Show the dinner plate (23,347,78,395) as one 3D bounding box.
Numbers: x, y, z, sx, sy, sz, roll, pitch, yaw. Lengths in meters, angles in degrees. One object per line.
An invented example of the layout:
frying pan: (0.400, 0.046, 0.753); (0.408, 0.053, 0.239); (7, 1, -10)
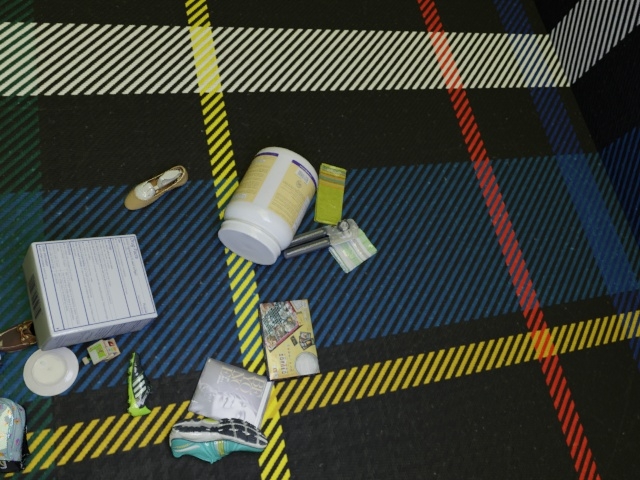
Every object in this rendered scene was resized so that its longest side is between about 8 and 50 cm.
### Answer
dinner plate: (-0.762, 0.366, 1.455); (0.141, 0.017, 0.141); (6, 66, -13)

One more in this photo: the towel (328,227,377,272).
towel: (0.117, 0.033, 1.837); (0.152, 0.023, 0.113); (-32, 82, -25)

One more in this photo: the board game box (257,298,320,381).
board game box: (-0.103, 0.315, 1.642); (0.164, 0.042, 0.244); (-2, 67, -19)

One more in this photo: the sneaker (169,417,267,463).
sneaker: (-0.290, 0.575, 1.473); (0.274, 0.107, 0.110); (7, 100, -7)

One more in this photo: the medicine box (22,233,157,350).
medicine box: (-0.649, 0.139, 1.456); (0.289, 0.149, 0.264); (-6, 70, -42)

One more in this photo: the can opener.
can opener: (0.000, 0.000, 1.797); (0.283, 0.095, 0.076); (-18, 75, -8)

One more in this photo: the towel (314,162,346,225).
towel: (0.037, -0.170, 1.895); (0.102, 0.021, 0.238); (11, 67, -11)

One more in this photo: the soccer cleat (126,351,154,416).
soccer cleat: (-0.521, 0.414, 1.487); (0.072, 0.060, 0.179); (2, 75, -26)

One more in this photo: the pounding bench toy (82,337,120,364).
pounding bench toy: (-0.635, 0.326, 1.485); (0.083, 0.065, 0.052); (-31, 79, 7)

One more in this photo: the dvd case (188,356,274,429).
dvd case: (-0.266, 0.467, 1.557); (0.221, 0.018, 0.165); (21, 65, -8)

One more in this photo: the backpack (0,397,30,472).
backpack: (-0.832, 0.502, 1.326); (0.151, 0.115, 0.182); (3, 66, -12)

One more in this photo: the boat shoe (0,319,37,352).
boat shoe: (-0.812, 0.256, 1.453); (0.206, 0.073, 0.073); (-19, 78, -21)

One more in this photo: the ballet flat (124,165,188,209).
ballet flat: (-0.545, -0.184, 1.702); (0.232, 0.073, 0.080); (-36, 82, -25)

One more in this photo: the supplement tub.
supplement tub: (-0.170, -0.113, 1.690); (0.240, 0.241, 0.332); (27, 65, -4)
